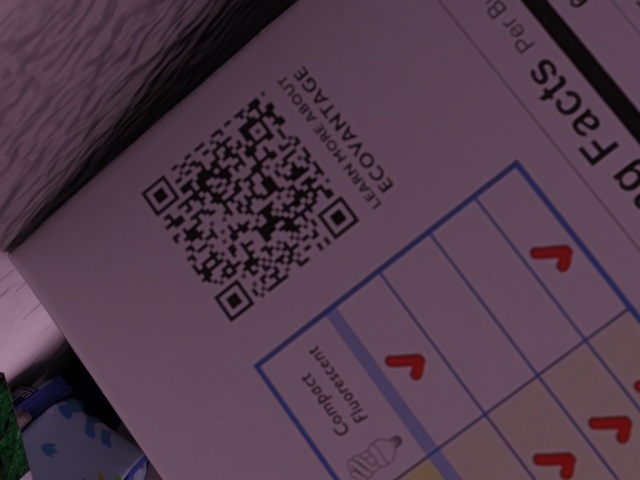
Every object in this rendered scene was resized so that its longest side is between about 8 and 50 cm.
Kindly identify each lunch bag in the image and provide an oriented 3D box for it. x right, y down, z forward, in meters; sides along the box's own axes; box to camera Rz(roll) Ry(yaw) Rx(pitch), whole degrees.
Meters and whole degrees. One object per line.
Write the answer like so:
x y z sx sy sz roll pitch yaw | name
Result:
-0.193 0.184 0.651 0.176 0.090 0.219 -47 175 -44 | lunch bag

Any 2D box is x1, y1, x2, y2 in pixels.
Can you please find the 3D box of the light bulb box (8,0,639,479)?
0.146 0.032 0.480 0.361 0.358 0.225 -39 169 12 | light bulb box

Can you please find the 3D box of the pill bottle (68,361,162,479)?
-0.092 0.102 0.738 0.123 0.123 0.219 -45 175 -46 | pill bottle

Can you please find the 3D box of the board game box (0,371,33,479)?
-0.187 0.166 0.425 0.259 0.030 0.136 -44 129 -54 | board game box
